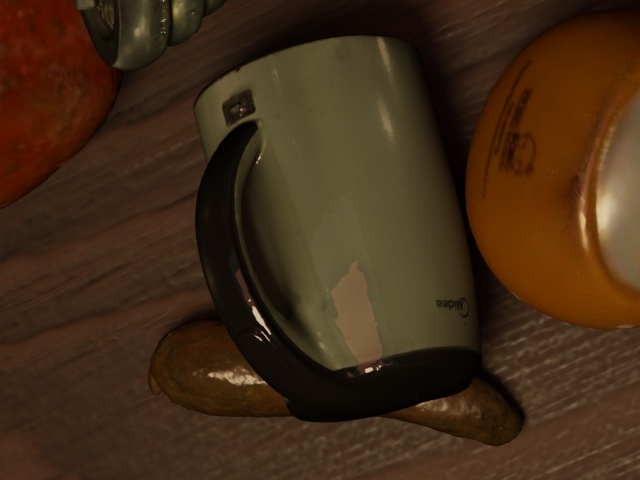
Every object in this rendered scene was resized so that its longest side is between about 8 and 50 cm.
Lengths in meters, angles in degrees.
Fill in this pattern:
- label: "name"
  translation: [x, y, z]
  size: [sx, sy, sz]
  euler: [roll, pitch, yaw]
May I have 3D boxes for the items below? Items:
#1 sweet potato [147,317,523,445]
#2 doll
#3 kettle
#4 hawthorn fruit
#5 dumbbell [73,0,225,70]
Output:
- label: "sweet potato"
  translation: [0.010, 0.098, 1.362]
  size: [0.273, 0.075, 0.075]
  euler: [6, 93, 7]
- label: "doll"
  translation: [0.216, -0.038, 1.265]
  size: [0.236, 0.213, 0.213]
  euler: [20, 98, -32]
- label: "kettle"
  translation: [0.000, 0.000, 1.258]
  size: [0.161, 0.221, 0.236]
  euler: [-24, 72, 35]
- label: "hawthorn fruit"
  translation: [-0.288, -0.134, 1.326]
  size: [0.284, 0.284, 0.284]
  euler: [0, 92, 12]
- label: "dumbbell"
  translation: [-0.005, -0.226, 1.235]
  size: [0.406, 0.179, 0.179]
  euler: [-14, 89, -15]
